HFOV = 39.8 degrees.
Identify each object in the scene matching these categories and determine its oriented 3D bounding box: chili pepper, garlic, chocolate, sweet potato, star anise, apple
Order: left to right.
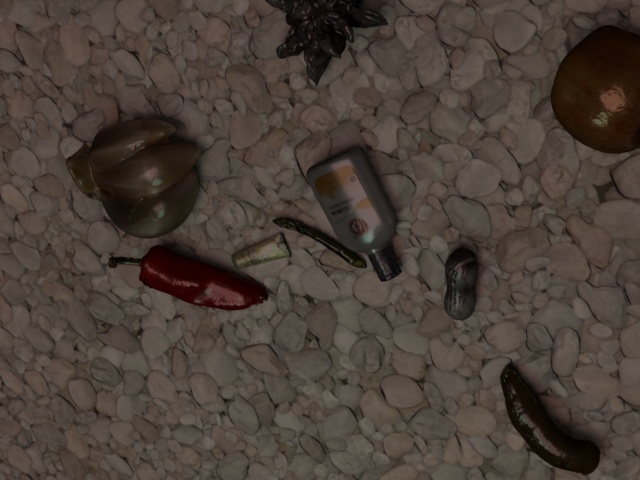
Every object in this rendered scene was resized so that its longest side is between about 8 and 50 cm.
[{"bbox_3d":[-0.413,-0.134,2.017,0.325,0.132,0.279,0,120,27],"label":"garlic"},{"bbox_3d":[-0.309,0.090,2.082,0.387,0.110,0.110,18,117,8],"label":"chili pepper"},{"bbox_3d":[0.010,-0.438,1.729,0.282,0.129,0.212,-28,82,25],"label":"star anise"},{"bbox_3d":[0.295,0.091,1.856,0.072,0.072,0.167,7,116,19],"label":"chocolate"},{"bbox_3d":[0.481,0.394,1.911,0.112,0.085,0.286,-39,82,-4],"label":"sweet potato"},{"bbox_3d":[0.515,-0.260,1.548,0.188,0.211,0.211,45,124,30],"label":"apple"}]

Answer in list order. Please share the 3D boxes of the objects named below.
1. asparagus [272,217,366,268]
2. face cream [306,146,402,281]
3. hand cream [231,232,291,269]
[{"bbox_3d":[0.000,0.000,1.961,0.236,0.027,0.034,29,108,8],"label":"asparagus"},{"bbox_3d":[0.085,-0.049,1.881,0.144,0.071,0.291,-21,103,28],"label":"face cream"},{"bbox_3d":[-0.139,0.032,2.027,0.143,0.039,0.061,-19,101,22],"label":"hand cream"}]
